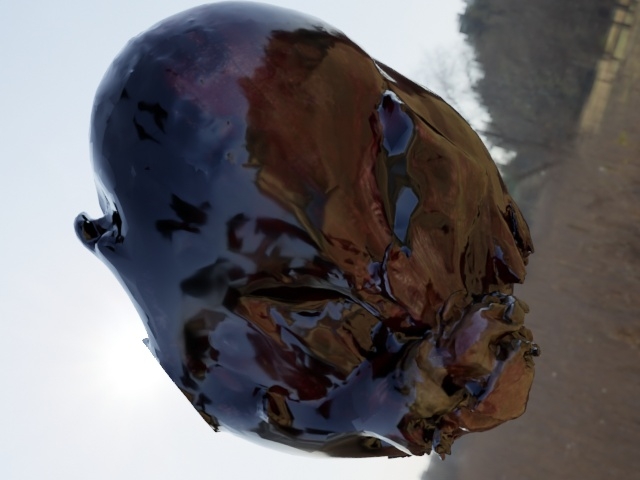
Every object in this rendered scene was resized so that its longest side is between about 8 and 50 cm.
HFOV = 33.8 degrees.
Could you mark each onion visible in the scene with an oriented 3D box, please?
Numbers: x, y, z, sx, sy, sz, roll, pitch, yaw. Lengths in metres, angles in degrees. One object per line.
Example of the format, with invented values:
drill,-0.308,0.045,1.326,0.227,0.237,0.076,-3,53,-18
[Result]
onion,-0.009,-0.010,0.586,0.221,0.281,0.281,-37,-17,-5
